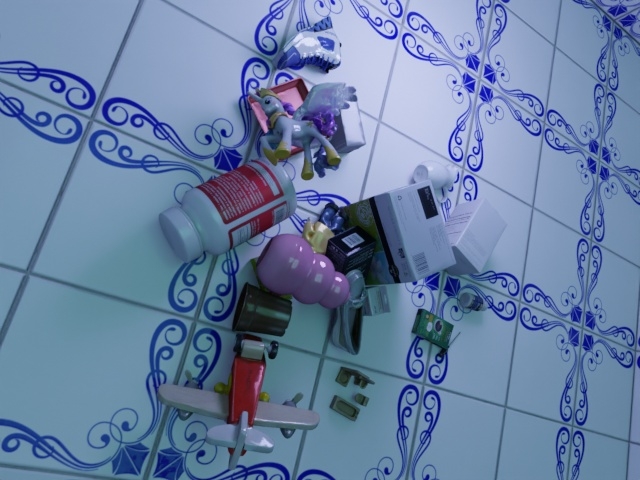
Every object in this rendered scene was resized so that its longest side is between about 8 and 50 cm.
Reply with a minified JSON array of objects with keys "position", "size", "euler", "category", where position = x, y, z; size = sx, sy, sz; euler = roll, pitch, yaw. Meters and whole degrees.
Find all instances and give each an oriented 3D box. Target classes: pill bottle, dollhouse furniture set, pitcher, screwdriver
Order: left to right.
[{"position":[-0.295,-0.097,1.559],"size":[0.407,0.229,0.229],"euler":[-31,98,-29],"category":"pill bottle"},{"position":[0.127,0.570,1.764],"size":[0.144,0.123,0.151],"euler":[36,68,-20],"category":"dollhouse furniture set"},{"position":[0.498,-0.254,2.095],"size":[0.207,0.125,0.178],"euler":[0,99,-40],"category":"pitcher"},{"position":[0.565,0.451,2.085],"size":[0.169,0.024,0.025],"euler":[-32,70,-30],"category":"screwdriver"},{"position":[0.688,0.278,2.149],"size":[0.120,0.067,0.067],"euler":[20,74,-25],"category":"pill bottle"}]

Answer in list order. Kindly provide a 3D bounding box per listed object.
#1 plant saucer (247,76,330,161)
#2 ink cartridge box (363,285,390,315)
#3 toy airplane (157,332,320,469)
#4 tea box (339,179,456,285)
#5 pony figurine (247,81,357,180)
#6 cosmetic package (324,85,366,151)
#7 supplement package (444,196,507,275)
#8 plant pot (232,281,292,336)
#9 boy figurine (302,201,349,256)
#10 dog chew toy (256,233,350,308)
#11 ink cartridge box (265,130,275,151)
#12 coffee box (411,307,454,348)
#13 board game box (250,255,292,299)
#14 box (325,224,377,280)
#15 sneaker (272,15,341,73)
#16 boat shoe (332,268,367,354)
[{"position":[-0.121,-0.453,1.809],"size":[0.258,0.047,0.259],"euler":[-31,99,-29],"category":"plant saucer"},{"position":[0.178,0.227,1.805],"size":[0.060,0.180,0.104],"euler":[-9,87,-31],"category":"ink cartridge box"},{"position":[-0.244,0.512,1.482],"size":[0.384,0.273,0.386],"euler":[-26,63,-41],"category":"toy airplane"},{"position":[0.282,-0.021,1.815],"size":[0.219,0.323,0.329],"euler":[-19,92,-30],"category":"tea box"},{"position":[-0.056,-0.372,1.609],"size":[0.350,0.303,0.364],"euler":[3,51,-27],"category":"pony figurine"},{"position":[0.087,-0.468,1.883],"size":[0.107,0.127,0.238],"euler":[-7,85,-30],"category":"cosmetic package"},{"position":[0.644,-0.014,2.101],"size":[0.177,0.175,0.293],"euler":[45,65,-15],"category":"supplement package"},{"position":[-0.189,0.238,1.590],"size":[0.165,0.167,0.167],"euler":[17,75,-13],"category":"plant pot"},{"position":[0.000,0.000,1.790],"size":[0.177,0.092,0.285],"euler":[40,67,-19],"category":"boy figurine"},{"position":[-0.046,0.118,1.616],"size":[0.331,0.206,0.207],"euler":[30,70,-14],"category":"dog chew toy"},{"position":[-0.164,-0.351,1.727],"size":[0.048,0.028,0.084],"euler":[-10,88,-30],"category":"ink cartridge box"},{"position":[0.475,0.374,2.032],"size":[0.184,0.040,0.113],"euler":[28,71,-23],"category":"coffee box"},{"position":[-0.173,0.137,1.701],"size":[0.092,0.043,0.182],"euler":[-20,93,-30],"category":"board game box"},{"position":[0.101,0.072,1.760],"size":[0.153,0.207,0.108],"euler":[-25,52,-34],"category":"box"},{"position":[-0.017,-0.722,1.857],"size":[0.315,0.127,0.182],"euler":[-44,102,-28],"category":"sneaker"},{"position":[0.118,0.260,1.743],"size":[0.118,0.103,0.321],"euler":[-9,115,-45],"category":"boat shoe"}]
